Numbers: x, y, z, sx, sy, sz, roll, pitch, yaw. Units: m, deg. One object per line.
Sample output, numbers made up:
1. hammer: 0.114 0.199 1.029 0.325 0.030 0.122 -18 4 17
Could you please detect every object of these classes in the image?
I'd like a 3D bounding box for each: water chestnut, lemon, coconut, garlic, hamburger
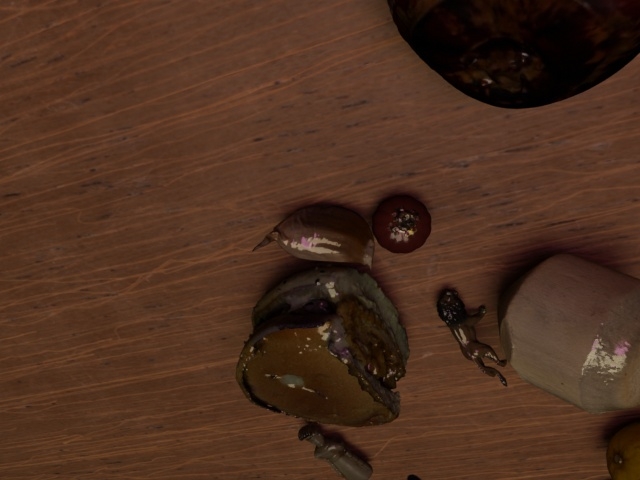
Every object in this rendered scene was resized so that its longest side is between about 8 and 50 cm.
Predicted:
1. water chestnut: 0.242 -0.332 0.566 0.351 0.350 0.302 25 78 -8
2. lemon: 0.698 0.455 1.010 0.208 0.170 0.169 -1 120 0
3. coconut: 0.421 0.147 0.829 0.238 0.266 0.237 -17 119 -32
4. garlic: -0.009 -0.006 0.840 0.198 0.128 0.090 9 118 -3
5. hamburger: -0.002 0.204 0.903 0.277 0.195 0.318 -14 130 25

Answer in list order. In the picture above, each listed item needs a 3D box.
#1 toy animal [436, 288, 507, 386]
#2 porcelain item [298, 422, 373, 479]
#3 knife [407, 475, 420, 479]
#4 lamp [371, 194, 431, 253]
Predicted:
1. toy animal: 0.293 0.185 0.944 0.219 0.086 0.069 53 136 2
2. porcelain item: 0.029 0.500 1.170 0.084 0.054 0.213 -36 111 20
3. knife: 0.261 0.627 1.240 0.121 0.018 0.031 41 118 -18
4. lamp: 0.136 -0.027 0.836 0.101 0.090 0.101 0 82 3
